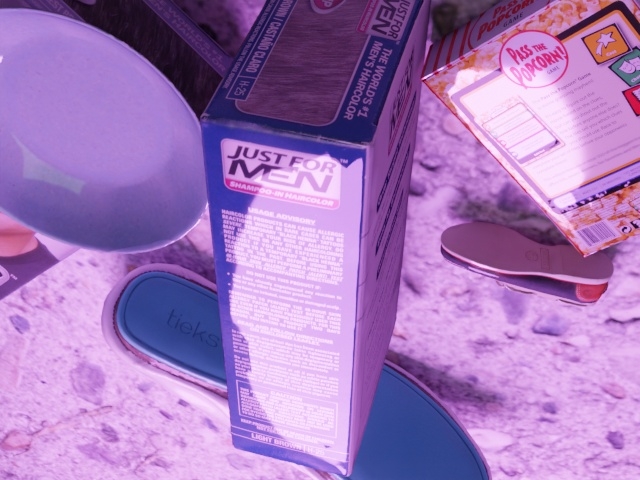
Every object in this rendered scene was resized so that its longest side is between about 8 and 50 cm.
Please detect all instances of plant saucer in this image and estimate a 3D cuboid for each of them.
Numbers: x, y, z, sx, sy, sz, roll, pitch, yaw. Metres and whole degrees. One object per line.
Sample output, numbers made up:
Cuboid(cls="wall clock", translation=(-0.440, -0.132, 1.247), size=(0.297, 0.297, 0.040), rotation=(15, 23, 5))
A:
Cuboid(cls="plant saucer", translation=(-0.156, -0.073, 0.645), size=(0.194, 0.037, 0.195), rotation=(9, 135, 10))

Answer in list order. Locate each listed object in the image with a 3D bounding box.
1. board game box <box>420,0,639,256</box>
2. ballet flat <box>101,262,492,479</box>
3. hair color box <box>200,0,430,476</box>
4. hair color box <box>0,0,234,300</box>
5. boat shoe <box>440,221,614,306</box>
Cuboid(cls="board game box", translation=(0.184, -0.086, 0.671), size=(0.146, 0.045, 0.193), rotation=(-26, 121, 38))
Cuboid(cls="ballet flat", translation=(-0.024, 0.151, 0.951), size=(0.400, 0.139, 0.139), rotation=(30, 137, -6))
Cuboid(cls="hair color box", translation=(0.000, 0.000, 0.731), size=(0.105, 0.174, 0.347), rotation=(12, 137, 10))
Cuboid(cls="hair color box", translation=(-0.253, -0.076, 0.788), size=(0.374, 0.114, 0.185), rotation=(-28, 120, 38))
Cuboid(cls="boat shoe", translation=(0.159, 0.022, 0.793), size=(0.136, 0.049, 0.043), rotation=(11, 140, 1))
